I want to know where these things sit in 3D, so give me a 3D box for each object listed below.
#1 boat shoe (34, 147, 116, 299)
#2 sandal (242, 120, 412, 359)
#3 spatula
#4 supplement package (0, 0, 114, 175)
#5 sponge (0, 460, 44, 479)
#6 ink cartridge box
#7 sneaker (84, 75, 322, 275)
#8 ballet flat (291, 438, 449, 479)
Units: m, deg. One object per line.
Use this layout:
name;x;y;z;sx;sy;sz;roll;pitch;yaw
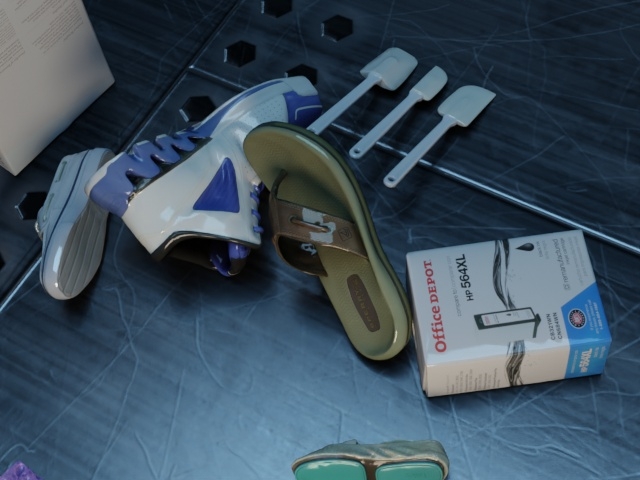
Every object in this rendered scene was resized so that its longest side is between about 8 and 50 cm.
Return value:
boat shoe;-0.313;-0.019;1.346;0.075;0.083;0.226;-4;46;18
sandal;0.001;0.001;1.208;0.086;0.120;0.303;-25;84;-39
spatula;0.095;-0.162;1.380;0.168;0.019;0.242;32;52;17
supplement package;-0.430;-0.266;1.390;0.198;0.263;0.199;32;67;23
sponge;-0.273;0.332;1.105;0.210;0.031;0.117;36;54;10
ink cartridge box;0.204;0.081;1.213;0.203;0.086;0.148;-8;59;1
sneaker;-0.112;-0.060;1.323;0.315;0.127;0.182;-32;86;-32
ballet flat;0.053;0.239;1.164;0.168;0.057;0.052;1;31;3
